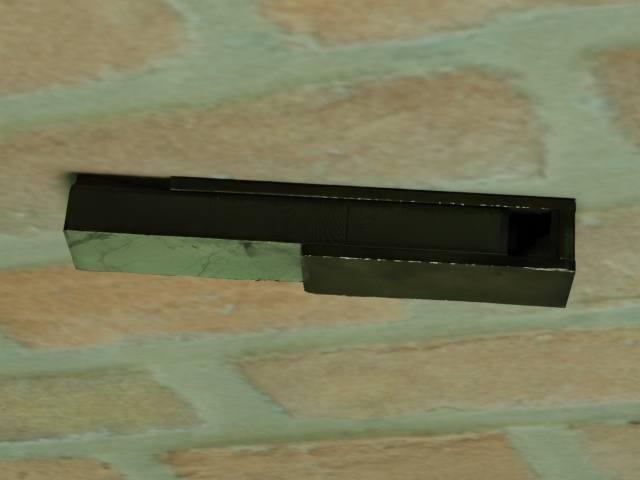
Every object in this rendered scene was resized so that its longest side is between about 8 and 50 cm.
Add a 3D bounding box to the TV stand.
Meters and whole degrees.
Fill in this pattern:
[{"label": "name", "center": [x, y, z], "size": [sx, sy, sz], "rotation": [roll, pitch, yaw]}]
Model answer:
[{"label": "TV stand", "center": [0.000, 0.000, 0.962], "size": [0.257, 0.040, 0.049], "rotation": [3, 154, 4]}]
